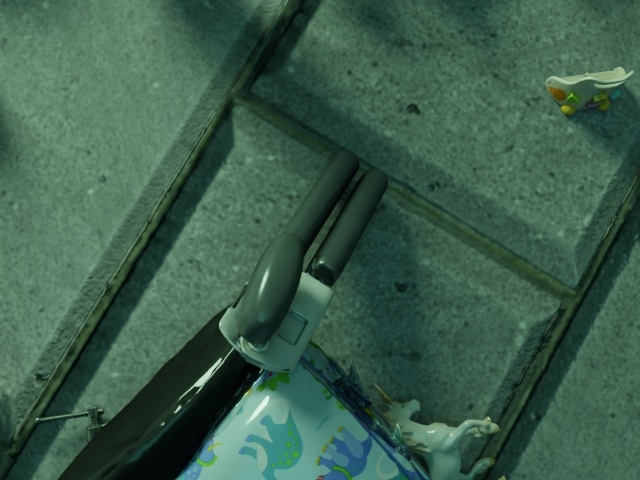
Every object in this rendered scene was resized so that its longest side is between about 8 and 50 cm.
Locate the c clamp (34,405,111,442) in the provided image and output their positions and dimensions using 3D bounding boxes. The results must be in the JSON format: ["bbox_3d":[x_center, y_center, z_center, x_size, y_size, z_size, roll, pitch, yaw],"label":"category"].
[{"bbox_3d":[-0.208,0.245,0.761,0.137,0.022,0.161,-13,86,-11],"label":"c clamp"}]

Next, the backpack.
[{"bbox_3d":[-0.021,0.265,0.677,0.290,0.273,0.355,-44,104,-18],"label":"backpack"}]

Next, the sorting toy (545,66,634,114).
[{"bbox_3d":[0.301,-0.169,0.801,0.083,0.075,0.045,-9,87,-5],"label":"sorting toy"}]

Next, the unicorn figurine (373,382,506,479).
[{"bbox_3d":[0.131,0.220,0.769,0.111,0.060,0.162,-12,87,-6],"label":"unicorn figurine"}]

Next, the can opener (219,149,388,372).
[{"bbox_3d":[0.000,0.000,0.685,0.076,0.095,0.283,32,48,-2],"label":"can opener"}]
